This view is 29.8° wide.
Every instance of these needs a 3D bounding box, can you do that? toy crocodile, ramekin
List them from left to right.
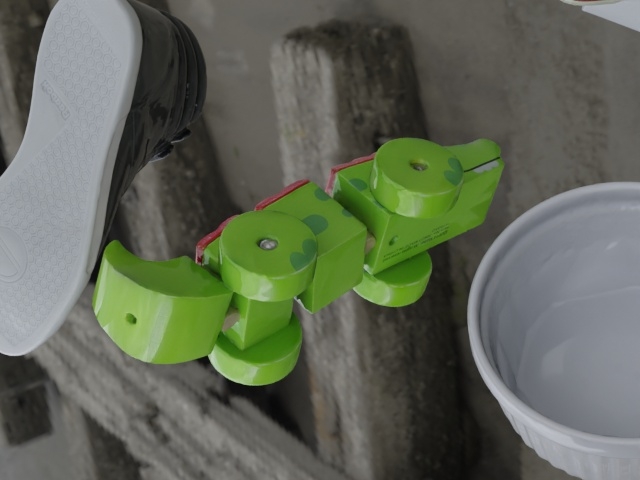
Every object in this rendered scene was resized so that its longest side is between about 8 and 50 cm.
[{"bbox_3d":[0.000,0.000,0.856,0.105,0.340,0.115,43,143,30],"label":"toy crocodile"},{"bbox_3d":[0.210,0.072,0.836,0.207,0.207,0.109,44,164,34],"label":"ramekin"}]

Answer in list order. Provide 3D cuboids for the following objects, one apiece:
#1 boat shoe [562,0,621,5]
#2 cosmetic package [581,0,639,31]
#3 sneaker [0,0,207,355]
[{"bbox_3d":[0.229,-0.193,0.831,0.043,0.137,0.049,83,-179,-67],"label":"boat shoe"},{"bbox_3d":[0.385,-0.286,1.075,0.224,0.224,0.138,21,169,-1],"label":"cosmetic package"},{"bbox_3d":[-0.168,-0.049,0.921,0.104,0.147,0.296,28,110,17],"label":"sneaker"}]
